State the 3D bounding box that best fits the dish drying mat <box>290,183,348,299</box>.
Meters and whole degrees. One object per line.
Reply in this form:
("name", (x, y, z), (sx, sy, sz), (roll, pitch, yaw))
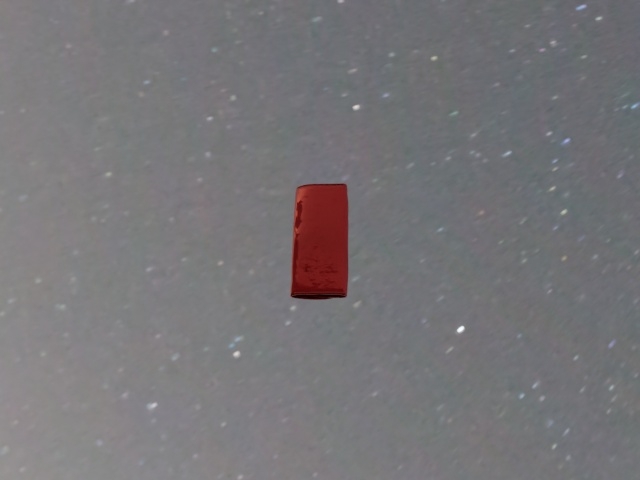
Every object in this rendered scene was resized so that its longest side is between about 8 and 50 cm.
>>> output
("dish drying mat", (0.000, 0.000, 0.737), (0.032, 0.083, 0.008), (1, -40, 1))
